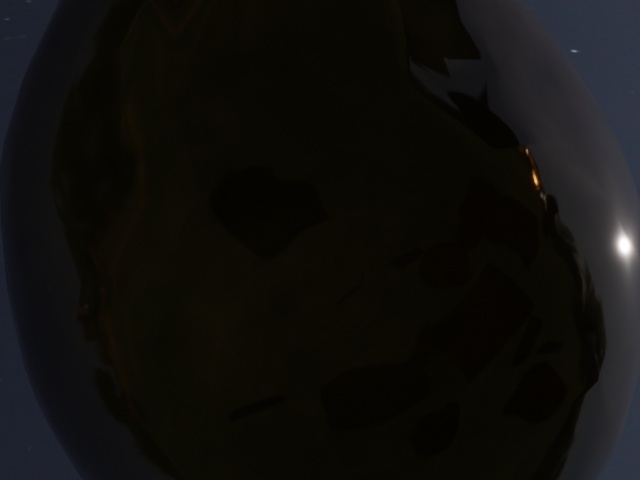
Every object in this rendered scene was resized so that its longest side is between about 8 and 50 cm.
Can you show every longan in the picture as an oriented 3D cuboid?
[{"bbox_3d":[0.000,0.000,0.628,0.336,0.404,0.405,-11,-78,-23],"label":"longan"}]
